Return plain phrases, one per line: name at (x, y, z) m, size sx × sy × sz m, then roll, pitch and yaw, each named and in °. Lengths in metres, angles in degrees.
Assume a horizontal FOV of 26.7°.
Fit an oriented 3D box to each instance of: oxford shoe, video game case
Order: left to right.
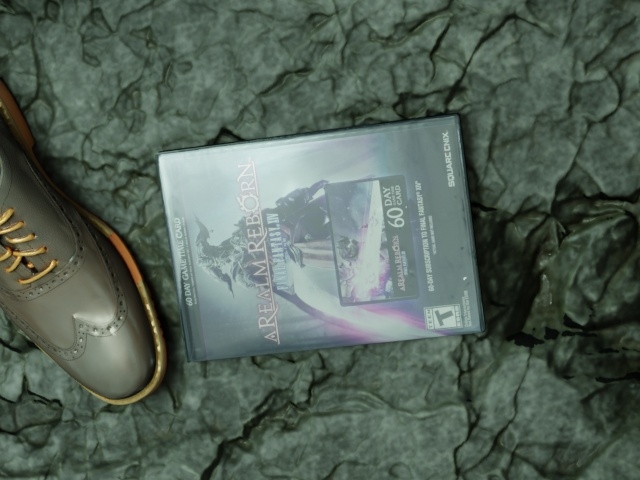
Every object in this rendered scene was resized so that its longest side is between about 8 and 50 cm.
oxford shoe at (-0.271, 0.002, 1.190) m, size 0.130 × 0.133 × 0.363 m, roll -36°, pitch 93°, yaw 11°
video game case at (0.000, 0.000, 1.211) m, size 0.274 × 0.026 × 0.196 m, roll -7°, pitch 98°, yaw 7°
